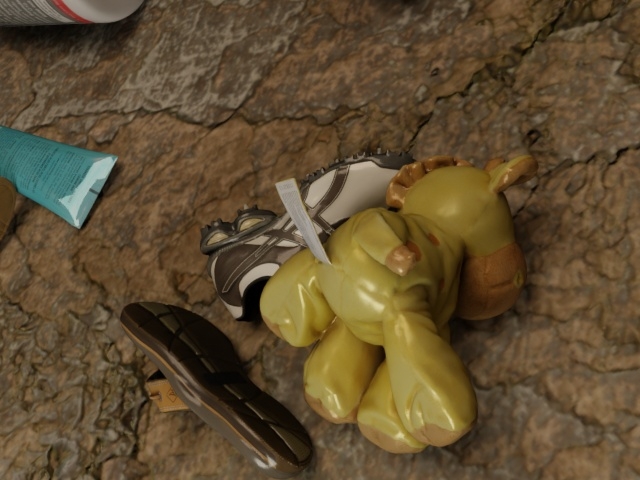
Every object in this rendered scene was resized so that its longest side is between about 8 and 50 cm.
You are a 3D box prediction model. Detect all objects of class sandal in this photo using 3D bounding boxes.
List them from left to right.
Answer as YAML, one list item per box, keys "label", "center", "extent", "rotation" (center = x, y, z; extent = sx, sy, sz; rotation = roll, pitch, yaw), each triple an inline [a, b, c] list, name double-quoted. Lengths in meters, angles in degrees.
- label: "sandal"
  center: [-0.091, 0.118, 0.755]
  extent: [0.219, 0.090, 0.060]
  rotation: [39, 108, 32]

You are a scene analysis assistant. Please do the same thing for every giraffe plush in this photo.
- label: "giraffe plush"
  center: [0.070, 0.019, 0.674]
  extent: [0.170, 0.210, 0.181]
  rotation: [-32, 31, -33]

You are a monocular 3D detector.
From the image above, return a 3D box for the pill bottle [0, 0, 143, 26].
- label: "pill bottle"
  center: [-0.340, -0.322, 1.087]
  extent: [0.283, 0.161, 0.161]
  rotation: [6, 66, 31]

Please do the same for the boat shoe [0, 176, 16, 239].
- label: "boat shoe"
  center: [-0.371, 0.002, 0.974]
  extent: [0.059, 0.063, 0.170]
  rotation: [31, 87, 40]

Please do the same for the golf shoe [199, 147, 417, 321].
- label: "golf shoe"
  center: [0.000, 0.000, 0.773]
  extent: [0.198, 0.077, 0.094]
  rotation: [-27, 63, 22]

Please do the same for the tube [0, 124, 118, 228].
- label: "tube"
  center: [-0.300, -0.079, 0.999]
  extent: [0.207, 0.052, 0.080]
  rotation: [21, 84, 31]
